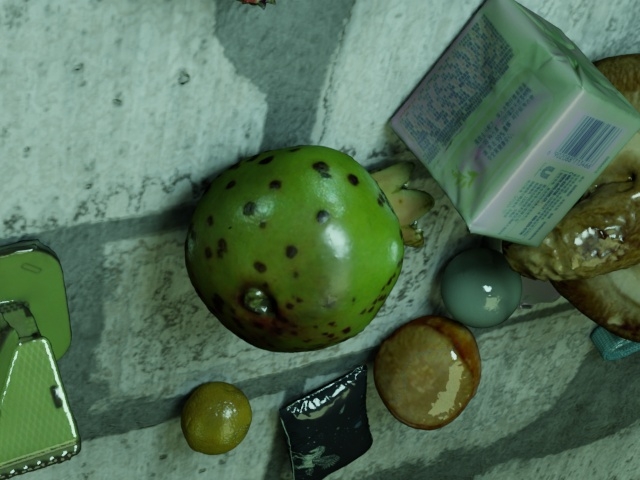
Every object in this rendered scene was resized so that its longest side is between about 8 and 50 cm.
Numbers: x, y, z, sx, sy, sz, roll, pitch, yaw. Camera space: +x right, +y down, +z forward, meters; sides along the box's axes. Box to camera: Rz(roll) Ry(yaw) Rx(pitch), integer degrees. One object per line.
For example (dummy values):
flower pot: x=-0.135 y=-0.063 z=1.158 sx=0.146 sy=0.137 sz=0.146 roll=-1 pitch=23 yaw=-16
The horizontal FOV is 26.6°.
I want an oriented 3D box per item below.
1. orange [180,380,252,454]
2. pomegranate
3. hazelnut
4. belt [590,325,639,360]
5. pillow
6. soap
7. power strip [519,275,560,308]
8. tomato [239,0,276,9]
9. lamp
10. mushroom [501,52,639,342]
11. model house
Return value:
orange: x=-0.128 y=0.219 z=1.656 sx=0.085 sy=0.085 sz=0.095 roll=7 pitch=120 yaw=-40
pomegranate: x=-0.015 y=0.007 z=1.429 sx=0.231 sy=0.231 sz=0.286 roll=-48 pitch=168 yaw=19
hazelnut: x=0.145 y=0.172 z=1.760 sx=0.150 sy=0.150 sz=0.150 roll=-19 pitch=140 yaw=-17
belt: x=0.490 y=0.119 z=2.006 sx=0.179 sy=0.065 sz=0.100 roll=-19 pitch=149 yaw=-21
pillow: x=0.010 y=0.257 z=1.824 sx=0.141 sy=0.055 sz=0.208 roll=-30 pitch=144 yaw=-17
soap: x=0.204 y=-0.125 z=1.435 sx=0.138 sy=0.182 sz=0.199 roll=13 pitch=123 yaw=-45
power strip: x=0.326 y=-0.022 z=1.750 sx=0.109 sy=0.037 sz=0.279 roll=3 pitch=131 yaw=-36
tomato: x=-0.056 y=-0.292 z=1.147 sx=0.189 sy=0.099 sz=0.173 roll=-43 pitch=156 yaw=-70
lamp: x=0.202 y=0.059 z=1.700 sx=0.105 sy=0.105 sz=0.105 roll=-19 pitch=140 yaw=-17
mushroom: x=0.386 y=-0.054 z=1.563 sx=0.345 sy=0.239 sz=0.345 roll=-3 pitch=134 yaw=-3
model house: x=-0.316 y=0.176 z=1.323 sx=0.218 sy=0.279 sz=0.205 roll=-17 pitch=141 yaw=-17
